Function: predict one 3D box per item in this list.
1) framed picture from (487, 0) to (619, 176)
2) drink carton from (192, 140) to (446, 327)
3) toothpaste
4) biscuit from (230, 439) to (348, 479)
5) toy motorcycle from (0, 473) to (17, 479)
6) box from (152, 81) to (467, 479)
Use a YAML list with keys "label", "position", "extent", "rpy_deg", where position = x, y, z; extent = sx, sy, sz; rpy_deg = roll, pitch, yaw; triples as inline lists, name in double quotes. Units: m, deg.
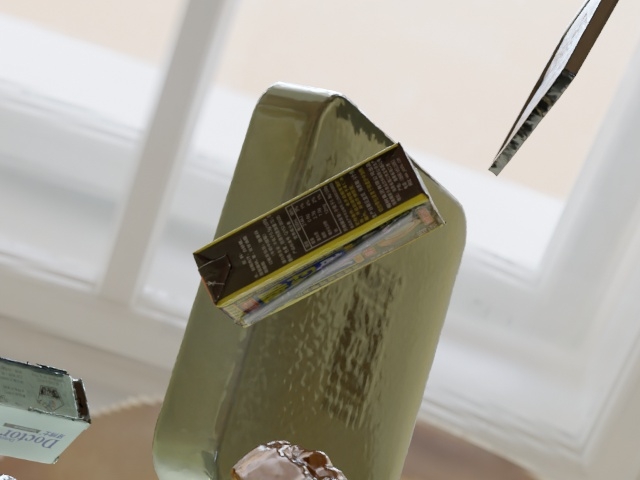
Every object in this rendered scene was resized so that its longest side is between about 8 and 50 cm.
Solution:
- label: "framed picture"
  position: [0.237, -0.179, 1.698]
  extent: [0.018, 0.265, 0.192]
  rpy_deg: [30, -111, 0]
- label: "drink carton"
  position: [0.000, 0.000, 1.250]
  extent: [0.056, 0.166, 0.071]
  rpy_deg: [64, -174, 23]
- label: "toothpaste"
  position: [-0.383, 0.152, 1.792]
  extent: [0.313, 0.089, 0.071]
  rpy_deg: [18, -141, -38]
- label: "biscuit"
  position: [0.070, 0.297, 1.148]
  extent: [0.078, 0.349, 0.455]
  rpy_deg: [-28, -160, -12]
- label: "toy motorcycle"
  position: [-0.140, 0.280, 1.299]
  extent: [0.206, 0.154, 0.260]
  rpy_deg: [40, -176, -41]
- label: "box"
  position: [0.001, 0.079, 1.632]
  extent: [0.090, 0.373, 0.367]
  rpy_deg: [9, 166, 28]
